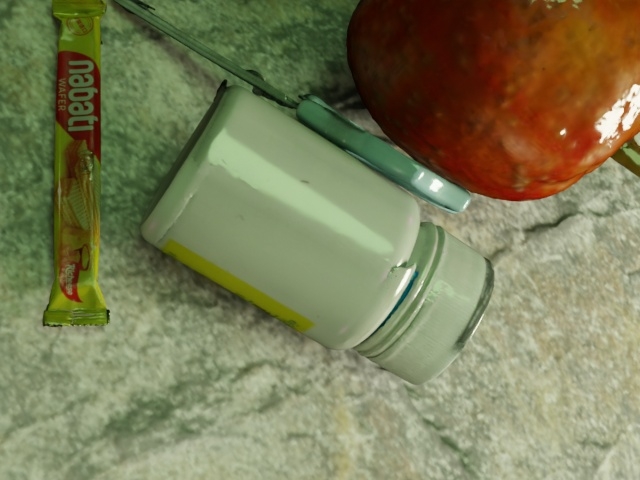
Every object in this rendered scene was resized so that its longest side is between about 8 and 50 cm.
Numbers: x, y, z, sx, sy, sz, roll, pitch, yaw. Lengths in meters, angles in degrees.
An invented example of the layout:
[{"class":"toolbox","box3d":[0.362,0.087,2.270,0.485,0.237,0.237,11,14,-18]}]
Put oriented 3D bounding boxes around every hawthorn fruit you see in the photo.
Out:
[{"class":"hawthorn fruit","box3d":[0.197,-0.153,0.913,0.330,0.287,0.287,45,54,4]}]

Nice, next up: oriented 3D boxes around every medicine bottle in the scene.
[{"class":"medicine bottle","box3d":[0.000,0.000,0.822,0.258,0.143,0.143,30,57,-11]}]

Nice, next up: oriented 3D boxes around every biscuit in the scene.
[{"class":"biscuit","box3d":[-0.192,-0.069,0.823,0.048,0.026,0.291,-2,67,-8]}]

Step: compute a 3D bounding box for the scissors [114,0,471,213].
[{"class":"scissors","box3d":[-0.029,-0.124,0.889,0.360,0.191,0.029,34,95,5]}]
